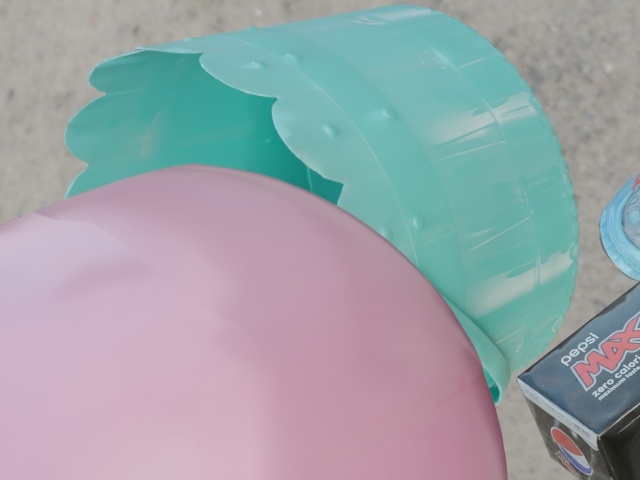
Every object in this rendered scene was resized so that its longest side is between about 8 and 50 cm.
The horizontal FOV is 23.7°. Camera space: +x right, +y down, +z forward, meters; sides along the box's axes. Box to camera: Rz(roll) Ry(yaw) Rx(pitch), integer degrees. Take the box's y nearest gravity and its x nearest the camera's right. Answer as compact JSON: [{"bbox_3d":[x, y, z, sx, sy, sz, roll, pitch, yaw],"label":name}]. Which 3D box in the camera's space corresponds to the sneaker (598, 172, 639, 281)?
[{"bbox_3d":[0.344,-0.073,1.261,0.262,0.104,0.125,-53,8,-24],"label":"sneaker"}]

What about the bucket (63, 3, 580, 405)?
[{"bbox_3d":[0.000,0.000,0.876,0.281,0.183,0.281,27,127,44],"label":"bucket"}]

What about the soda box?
[{"bbox_3d":[0.169,0.038,0.646,0.169,0.053,0.060,-37,35,-14],"label":"soda box"}]

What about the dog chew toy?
[{"bbox_3d":[-0.015,0.151,0.421,0.206,0.206,0.332,-27,86,41],"label":"dog chew toy"}]
